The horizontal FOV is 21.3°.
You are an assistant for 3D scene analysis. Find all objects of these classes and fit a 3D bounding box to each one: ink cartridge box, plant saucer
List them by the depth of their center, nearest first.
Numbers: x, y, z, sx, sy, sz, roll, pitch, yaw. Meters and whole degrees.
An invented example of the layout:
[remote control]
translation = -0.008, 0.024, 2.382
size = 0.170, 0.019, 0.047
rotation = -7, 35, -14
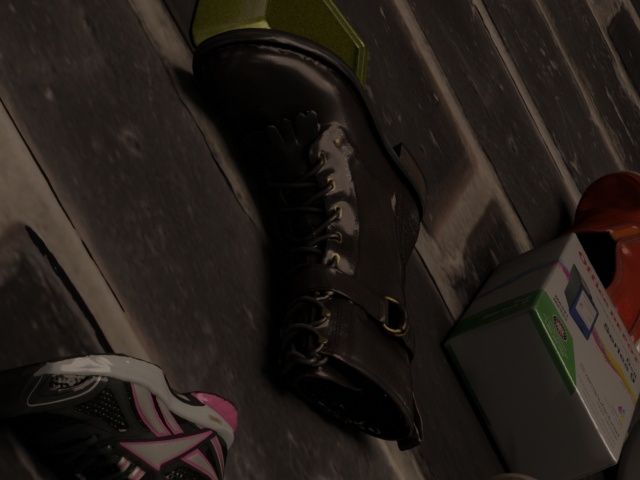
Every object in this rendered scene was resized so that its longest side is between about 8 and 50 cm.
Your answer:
[plant saucer]
translation = -0.019, -0.152, 1.332
size = 0.188, 0.045, 0.188
rotation = 50, 28, -31
[ink cartridge box]
translation = 0.202, 0.103, 1.494
size = 0.154, 0.093, 0.212
rotation = 62, 22, -7

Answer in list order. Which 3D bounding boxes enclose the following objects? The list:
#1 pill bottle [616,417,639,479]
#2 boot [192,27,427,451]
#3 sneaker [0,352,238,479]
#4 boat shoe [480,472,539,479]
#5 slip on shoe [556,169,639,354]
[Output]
[pill bottle]
translation = 0.473, 0.283, 1.722
size = 0.392, 0.224, 0.224
rotation = 31, 41, -52
[boot]
translation = 0.000, 0.000, 1.183
size = 0.263, 0.091, 0.229
rotation = 41, 40, -34
[sneaker]
translation = -0.101, 0.110, 0.893
size = 0.178, 0.072, 0.077
rotation = 24, 57, -49
[boat shoe]
translation = 0.177, 0.332, 1.217
size = 0.158, 0.127, 0.341
rotation = 11, 66, -69
[slip on shoe]
translation = 0.285, 0.017, 1.726
size = 0.101, 0.123, 0.331
rotation = 52, 32, -20
